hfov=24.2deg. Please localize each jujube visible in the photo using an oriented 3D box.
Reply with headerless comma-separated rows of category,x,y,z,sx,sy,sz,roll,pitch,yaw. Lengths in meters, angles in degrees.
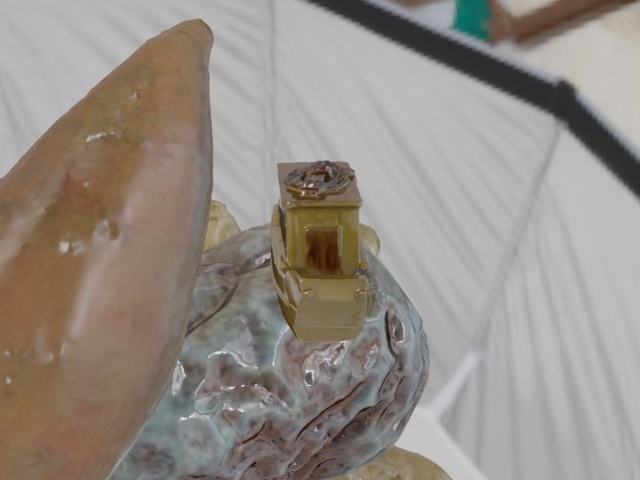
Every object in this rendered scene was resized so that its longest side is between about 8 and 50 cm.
jujube,-0.073,0.115,1.157,0.317,0.226,0.226,-28,172,-25

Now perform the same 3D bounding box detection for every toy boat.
toy boat,0.000,0.000,0.863,0.057,0.077,0.200,-1,-162,-4

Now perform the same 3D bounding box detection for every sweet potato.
sweet potato,-0.122,0.090,0.477,0.095,0.354,0.106,26,-170,2

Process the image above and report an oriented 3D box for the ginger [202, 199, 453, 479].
ginger,-0.021,0.125,1.397,0.122,0.363,0.348,-20,160,36
